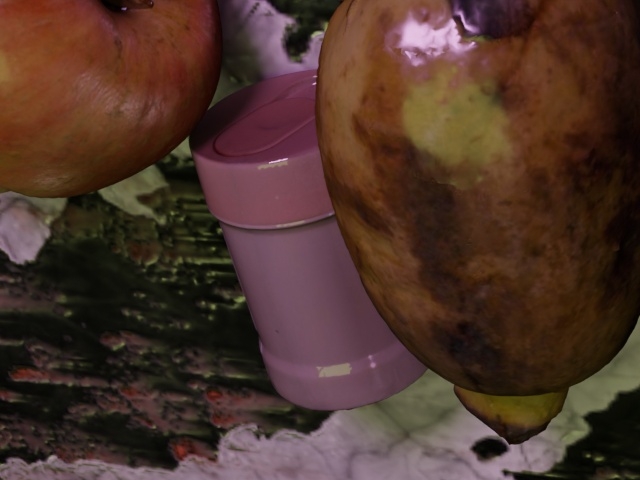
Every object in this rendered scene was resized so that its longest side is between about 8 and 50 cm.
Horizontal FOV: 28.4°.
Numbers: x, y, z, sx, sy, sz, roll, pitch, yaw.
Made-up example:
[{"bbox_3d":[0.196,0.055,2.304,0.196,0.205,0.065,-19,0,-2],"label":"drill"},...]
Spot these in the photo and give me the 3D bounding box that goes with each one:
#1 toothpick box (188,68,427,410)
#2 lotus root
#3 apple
[{"bbox_3d":[0.000,0.000,0.648,0.098,0.098,0.149,-1,123,24],"label":"toothpick box"},{"bbox_3d":[0.081,-0.037,0.542,0.141,0.169,0.314,3,129,25],"label":"lotus root"},{"bbox_3d":[-0.151,-0.102,0.596,0.199,0.199,0.199,11,127,15],"label":"apple"}]
